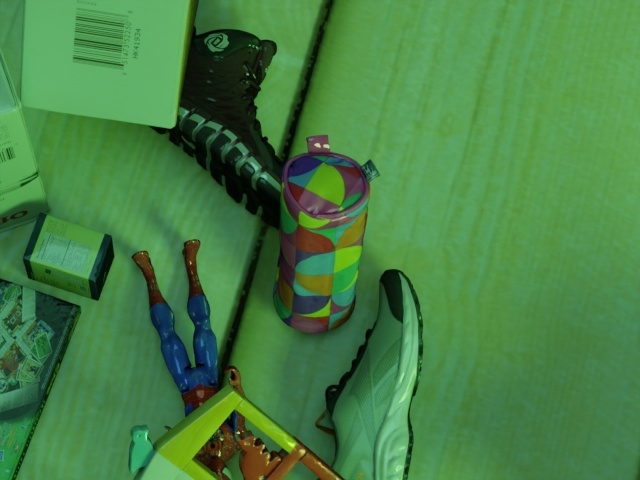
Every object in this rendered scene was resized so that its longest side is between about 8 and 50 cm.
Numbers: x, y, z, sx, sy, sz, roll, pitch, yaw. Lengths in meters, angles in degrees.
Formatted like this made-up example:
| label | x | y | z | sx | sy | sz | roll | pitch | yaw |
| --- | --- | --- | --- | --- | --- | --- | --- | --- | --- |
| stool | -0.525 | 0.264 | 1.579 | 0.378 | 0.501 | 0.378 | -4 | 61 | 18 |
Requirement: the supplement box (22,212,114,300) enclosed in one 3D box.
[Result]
| label | x | y | z | sx | sy | sz | roll | pitch | yaw |
| --- | --- | --- | --- | --- | --- | --- | --- | --- | --- |
| supplement box | -0.274 | 0.018 | 1.916 | 0.083 | 0.083 | 0.056 | 18 | 72 | 1 |

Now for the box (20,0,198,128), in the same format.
| label | x | y | z | sx | sy | sz | roll | pitch | yaw |
| --- | --- | --- | --- | --- | --- | --- | --- | --- | --- |
| box | -0.207 | -0.316 | 1.880 | 0.168 | 0.215 | 0.345 | 8 | 42 | -4 |

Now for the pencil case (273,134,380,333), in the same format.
| label | x | y | z | sx | sy | sz | roll | pitch | yaw |
| --- | --- | --- | --- | --- | --- | --- | --- | --- | --- |
| pencil case | 0.000 | 0.000 | 1.864 | 0.104 | 0.236 | 0.104 | 3 | 52 | -4 |

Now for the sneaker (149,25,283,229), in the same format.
| label | x | y | z | sx | sy | sz | roll | pitch | yaw |
| --- | --- | --- | --- | --- | --- | --- | --- | --- | --- |
| sneaker | -0.077 | -0.146 | 1.972 | 0.281 | 0.106 | 0.162 | 41 | 71 | 9 |

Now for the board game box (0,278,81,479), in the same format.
| label | x | y | z | sx | sy | sz | roll | pitch | yaw |
| --- | --- | --- | --- | --- | --- | --- | --- | --- | --- |
| board game box | -0.367 | 0.170 | 1.893 | 0.136 | 0.030 | 0.260 | 20 | 73 | 0 |

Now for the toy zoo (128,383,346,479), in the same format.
| label | x | y | z | sx | sy | sz | roll | pitch | yaw |
| --- | --- | --- | --- | --- | --- | --- | --- | --- | --- |
| toy zoo | -0.080 | 0.281 | 1.790 | 0.293 | 0.030 | 0.192 | 42 | 90 | -17 |

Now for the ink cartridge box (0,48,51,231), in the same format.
| label | x | y | z | sx | sy | sz | roll | pitch | yaw |
| --- | --- | --- | --- | --- | --- | --- | --- | --- | --- |
| ink cartridge box | -0.419 | -0.098 | 1.826 | 0.223 | 0.307 | 0.129 | -19 | 73 | -9 |

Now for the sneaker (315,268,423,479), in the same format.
| label | x | y | z | sx | sy | sz | roll | pitch | yaw |
| --- | --- | --- | --- | --- | --- | --- | --- | --- | --- |
| sneaker | 0.054 | 0.158 | 1.891 | 0.108 | 0.100 | 0.272 | 8 | 73 | 4 |

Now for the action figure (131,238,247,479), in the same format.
| label | x | y | z | sx | sy | sz | roll | pitch | yaw |
| --- | --- | --- | --- | --- | --- | --- | --- | --- | --- |
| action figure | -0.136 | 0.132 | 1.868 | 0.091 | 0.139 | 0.280 | -13 | 77 | -7 |
